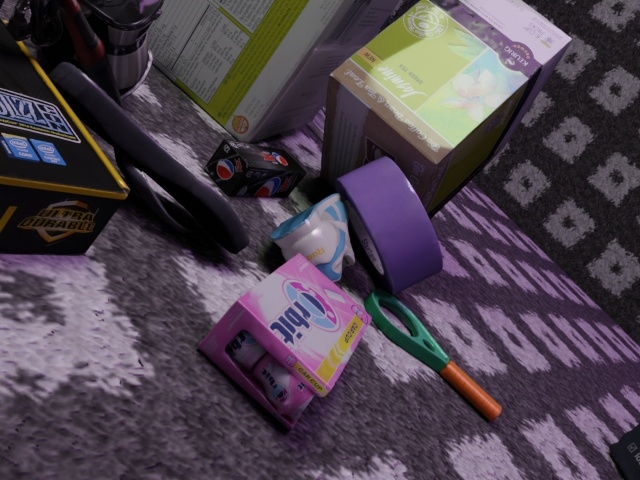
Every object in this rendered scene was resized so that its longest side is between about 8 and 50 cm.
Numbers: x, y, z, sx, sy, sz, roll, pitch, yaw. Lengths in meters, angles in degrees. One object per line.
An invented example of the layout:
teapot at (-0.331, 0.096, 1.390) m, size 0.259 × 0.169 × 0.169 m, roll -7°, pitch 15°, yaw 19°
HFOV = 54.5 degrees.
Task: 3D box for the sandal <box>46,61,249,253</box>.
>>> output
sandal at (-0.180, -0.068, 0.639) m, size 0.254 × 0.054 × 0.097 m, roll 43°, pitch -15°, yaw -19°

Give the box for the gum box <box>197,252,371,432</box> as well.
gum box at (-0.026, 0.088, 0.590) m, size 0.107 × 0.062 × 0.188 m, roll 42°, pitch 19°, yaw 4°

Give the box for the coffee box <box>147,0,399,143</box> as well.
coffee box at (-0.100, -0.428, 1.115) m, size 0.334 × 0.338 × 0.337 m, roll 41°, pitch 25°, yaw 4°

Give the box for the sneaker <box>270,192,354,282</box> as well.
sneaker at (0.000, 0.000, 0.822) m, size 0.092 × 0.087 × 0.229 m, roll 58°, pitch 18°, yaw -6°

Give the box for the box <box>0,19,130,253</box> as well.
box at (-0.329, -0.107, 0.427) m, size 0.257 × 0.079 × 0.322 m, roll 51°, pitch 21°, yaw 23°

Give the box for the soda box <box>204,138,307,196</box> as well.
soda box at (-0.089, -0.100, 0.896) m, size 0.060 × 0.053 × 0.169 m, roll 47°, pitch 21°, yaw 16°

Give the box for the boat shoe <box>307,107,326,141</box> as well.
boat shoe at (0.029, -0.260, 1.451) m, size 0.184 × 0.063 × 0.066 m, roll 48°, pitch 20°, yaw 20°

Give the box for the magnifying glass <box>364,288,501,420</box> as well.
magnifying glass at (0.151, 0.152, 0.842) m, size 0.231 × 0.026 × 0.092 m, roll 45°, pitch 19°, yaw 9°

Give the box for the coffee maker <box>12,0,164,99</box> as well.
coffee maker at (-0.270, -0.259, 0.705) m, size 0.171 × 0.178 × 0.120 m, roll 11°, pitch 73°, yaw -18°

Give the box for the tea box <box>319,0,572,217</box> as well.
tea box at (0.188, -0.211, 1.061) m, size 0.220 × 0.323 × 0.329 m, roll 43°, pitch -18°, yaw 13°

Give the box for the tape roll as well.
tape roll at (0.097, -0.022, 0.905) m, size 0.189 × 0.080 × 0.189 m, roll 62°, pitch -4°, yaw 8°

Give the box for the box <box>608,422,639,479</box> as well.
box at (0.743, 0.365, 0.815) m, size 0.297 × 0.472 × 0.480 m, roll 35°, pitch 20°, yaw -15°

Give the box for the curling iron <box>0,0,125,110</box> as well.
curling iron at (-0.251, -0.189, 0.644) m, size 0.035 × 0.068 × 0.274 m, roll 48°, pitch -7°, yaw 5°
